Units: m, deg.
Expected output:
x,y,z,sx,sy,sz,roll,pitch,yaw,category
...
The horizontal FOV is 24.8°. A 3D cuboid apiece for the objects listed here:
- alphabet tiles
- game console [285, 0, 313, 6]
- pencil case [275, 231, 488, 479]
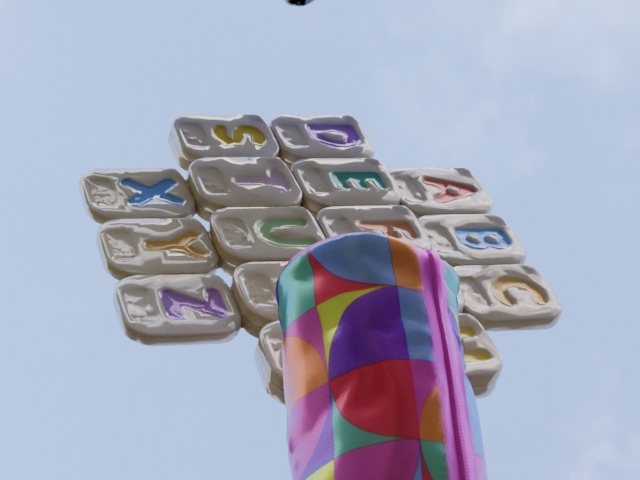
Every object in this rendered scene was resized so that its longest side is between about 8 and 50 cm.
x,y,z,sx,sy,sz,roll,pitch,yaw,category
0.000,0.000,0.903,0.278,0.284,0.021,0,-54,-21,alphabet tiles
0.017,-0.300,1.010,0.250,0.293,0.173,17,-52,25,game console
0.037,0.109,0.688,0.104,0.104,0.236,-19,-125,13,pencil case
